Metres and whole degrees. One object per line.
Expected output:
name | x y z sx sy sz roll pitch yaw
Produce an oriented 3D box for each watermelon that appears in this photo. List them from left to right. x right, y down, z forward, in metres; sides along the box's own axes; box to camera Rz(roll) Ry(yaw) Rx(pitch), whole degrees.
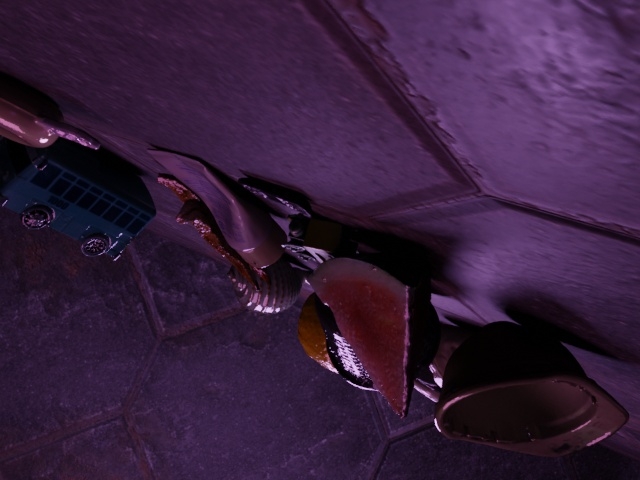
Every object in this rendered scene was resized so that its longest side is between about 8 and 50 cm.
watermelon | 0.100 0.086 0.954 0.202 0.136 0.207 60 164 -1

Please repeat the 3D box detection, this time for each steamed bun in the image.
steamed bun | 0.281 0.243 1.425 0.211 0.144 0.218 28 172 -33

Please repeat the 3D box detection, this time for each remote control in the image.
remote control | -0.051 -0.052 0.928 0.096 0.014 0.039 22 172 34

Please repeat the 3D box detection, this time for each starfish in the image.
starfish | -0.152 -0.016 1.218 0.227 0.043 0.240 54 -166 3

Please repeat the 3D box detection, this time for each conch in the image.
conch | -0.108 0.089 1.672 0.200 0.131 0.172 30 170 -31

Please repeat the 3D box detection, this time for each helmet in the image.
helmet | 0.266 0.182 1.088 0.258 0.137 0.204 20 137 -25

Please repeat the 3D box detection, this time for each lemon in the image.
lemon | 0.049 0.170 1.566 0.181 0.180 0.193 29 150 -30

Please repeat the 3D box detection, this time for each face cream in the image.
face cream | -0.128 -0.050 1.083 0.114 0.070 0.224 16 156 42

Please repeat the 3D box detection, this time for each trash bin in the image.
trash bin | 0.072 0.107 1.155 0.176 0.175 0.161 21 161 27

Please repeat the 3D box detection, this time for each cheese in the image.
cheese | -0.376 -0.160 1.056 0.228 0.064 0.137 20 173 24

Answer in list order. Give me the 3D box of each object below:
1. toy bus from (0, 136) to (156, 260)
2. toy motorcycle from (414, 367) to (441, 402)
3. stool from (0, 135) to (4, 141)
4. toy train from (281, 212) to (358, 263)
toy bus | -0.406 -0.086 1.334 0.256 0.147 0.128 34 -163 -48
toy motorcycle | 0.249 0.289 1.652 0.263 0.090 0.157 29 179 35
stool | -0.586 -0.183 1.394 0.096 0.110 0.096 23 176 2
toy train | 0.000 0.000 1.017 0.081 0.050 0.122 11 170 18
